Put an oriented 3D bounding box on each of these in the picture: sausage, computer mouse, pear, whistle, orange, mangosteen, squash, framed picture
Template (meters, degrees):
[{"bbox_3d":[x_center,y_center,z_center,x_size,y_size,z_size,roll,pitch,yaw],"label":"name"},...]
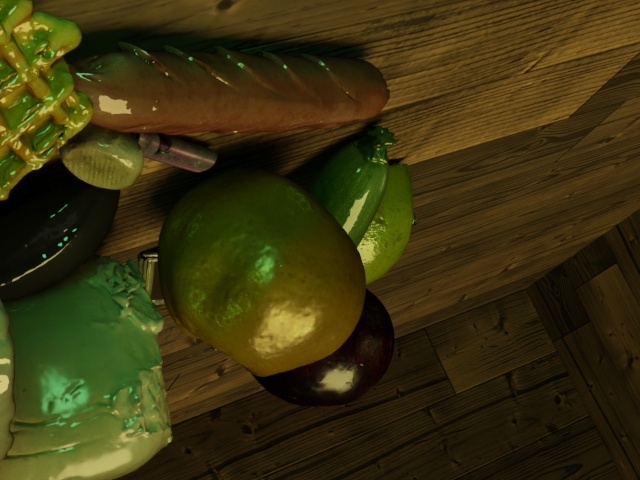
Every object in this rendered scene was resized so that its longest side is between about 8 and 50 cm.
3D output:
[{"bbox_3d":[-0.079,-0.145,1.009,0.433,0.088,0.088,-7,158,-48],"label":"sausage"},{"bbox_3d":[-0.326,0.017,1.120,0.269,0.086,0.137,-26,-178,7],"label":"computer mouse"},{"bbox_3d":[-0.001,0.005,1.626,0.239,0.139,0.288,-3,157,-32],"label":"pear"},{"bbox_3d":[-0.166,-0.099,1.133,0.033,0.033,0.176,-29,166,17],"label":"whistle"},{"bbox_3d":[-0.076,0.044,1.312,0.235,0.279,0.279,-46,167,-4],"label":"orange"},{"bbox_3d":[-0.010,0.166,1.925,0.297,0.293,0.297,-13,-153,7],"label":"mangosteen"},{"bbox_3d":[-0.001,0.000,1.482,0.107,0.107,0.395,-11,141,-45],"label":"squash"},{"bbox_3d":[-0.184,0.060,1.606,0.197,0.014,0.252,-3,161,-12],"label":"framed picture"}]

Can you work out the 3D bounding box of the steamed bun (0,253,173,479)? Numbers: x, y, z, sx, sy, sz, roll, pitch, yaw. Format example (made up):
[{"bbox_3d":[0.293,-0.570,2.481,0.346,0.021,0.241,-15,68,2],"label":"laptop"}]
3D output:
[{"bbox_3d":[-0.338,0.144,1.246,0.312,0.233,0.334,-9,-163,-18],"label":"steamed bun"}]

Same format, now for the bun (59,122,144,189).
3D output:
[{"bbox_3d":[-0.214,-0.091,1.022,0.086,0.055,0.086,9,152,5],"label":"bun"}]

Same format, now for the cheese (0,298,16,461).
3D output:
[{"bbox_3d":[-0.417,0.106,0.952,0.153,0.292,0.332,-12,151,-45],"label":"cheese"}]

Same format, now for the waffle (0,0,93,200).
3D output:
[{"bbox_3d":[-0.310,-0.067,0.743,0.309,0.065,0.283,-9,130,-44],"label":"waffle"}]
